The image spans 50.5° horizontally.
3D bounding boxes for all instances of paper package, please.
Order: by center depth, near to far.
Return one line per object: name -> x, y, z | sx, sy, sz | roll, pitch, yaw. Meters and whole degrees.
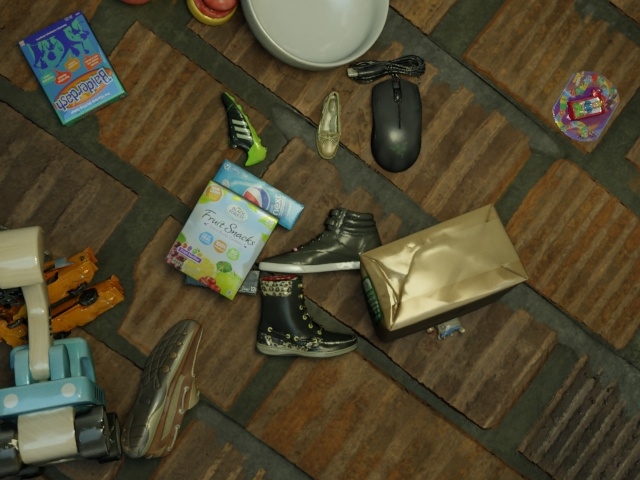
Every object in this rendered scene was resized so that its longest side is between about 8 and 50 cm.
paper package -> 0.244, 0.085, 1.447 | 0.309, 0.325, 0.168 | -21, 77, -2

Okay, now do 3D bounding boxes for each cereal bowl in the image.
cereal bowl -> -0.026, -0.536, 1.504 | 0.338, 0.141, 0.339 | 1, 89, -24

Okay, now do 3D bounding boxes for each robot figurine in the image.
robot figurine -> -0.600, 0.142, 1.504 | 0.291, 0.085, 0.211 | -27, 131, 1

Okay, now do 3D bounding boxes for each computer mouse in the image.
computer mouse -> 0.168, -0.295, 1.573 | 0.188, 0.072, 0.272 | -6, 91, -4

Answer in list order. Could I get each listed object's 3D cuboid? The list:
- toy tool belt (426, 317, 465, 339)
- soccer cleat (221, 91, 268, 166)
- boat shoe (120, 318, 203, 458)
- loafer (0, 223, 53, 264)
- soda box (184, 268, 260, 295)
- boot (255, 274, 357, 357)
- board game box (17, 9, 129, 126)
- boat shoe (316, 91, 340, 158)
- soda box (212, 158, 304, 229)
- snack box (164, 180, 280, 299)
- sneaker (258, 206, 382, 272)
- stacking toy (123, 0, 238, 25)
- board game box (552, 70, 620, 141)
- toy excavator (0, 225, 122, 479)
toy tool belt -> 0.294, 0.210, 1.596 | 0.083, 0.052, 0.051 | -27, 84, -2
soccer cleat -> -0.189, -0.255, 1.562 | 0.072, 0.060, 0.179 | -30, 95, -1
boat shoe -> -0.338, 0.338, 1.543 | 0.116, 0.123, 0.324 | 29, 79, -36
loafer -> -0.736, 0.000, 1.534 | 0.267, 0.084, 0.096 | 31, 125, -1
soda box -> -0.225, 0.085, 1.565 | 0.168, 0.053, 0.060 | 8, 90, -4
boot -> -0.032, 0.172, 1.551 | 0.236, 0.085, 0.179 | 0, 98, 1
board game box -> -0.561, -0.389, 1.545 | 0.160, 0.047, 0.210 | -29, 93, -3
boat shoe -> 0.022, -0.267, 1.577 | 0.056, 0.048, 0.153 | 10, 90, -3
soda box -> -0.142, -0.104, 1.558 | 0.210, 0.071, 0.067 | 30, 89, -3
snack box -> -0.215, -0.002, 1.496 | 0.174, 0.070, 0.207 | 30, 93, -3
sneaker -> 0.000, 0.000, 1.556 | 0.295, 0.104, 0.147 | -5, 89, -9
stacking toy -> -0.307, -0.636, 1.468 | 0.308, 0.130, 0.280 | 5, 95, -21
board game box -> 0.639, -0.324, 1.618 | 0.133, 0.033, 0.169 | 32, 88, -3
toy excavator -> -0.570, 0.241, 1.396 | 0.222, 0.433, 0.445 | -9, 71, -12
